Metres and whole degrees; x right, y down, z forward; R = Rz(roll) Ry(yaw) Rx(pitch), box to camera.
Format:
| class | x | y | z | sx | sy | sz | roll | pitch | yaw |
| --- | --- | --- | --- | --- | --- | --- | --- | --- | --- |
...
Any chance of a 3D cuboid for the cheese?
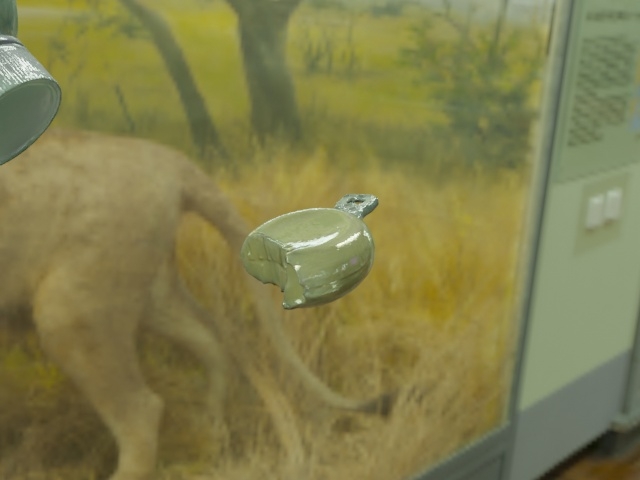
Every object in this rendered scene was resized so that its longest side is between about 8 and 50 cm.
| class | x | y | z | sx | sy | sz | roll | pitch | yaw |
| --- | --- | --- | --- | --- | --- | --- | --- | --- | --- |
| cheese | 0.019 | 0.000 | 1.657 | 0.163 | 0.070 | 0.249 | 14 | 31 | 42 |

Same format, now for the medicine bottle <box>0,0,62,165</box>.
| class | x | y | z | sx | sy | sz | roll | pitch | yaw |
| --- | --- | --- | --- | --- | --- | --- | --- | --- | --- |
| medicine bottle | -0.163 | -0.087 | 0.572 | 0.118 | 0.074 | 0.055 | 47 | 39 | 15 |
